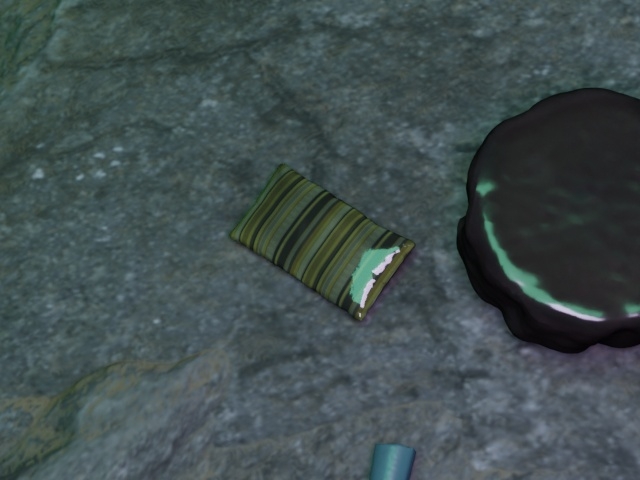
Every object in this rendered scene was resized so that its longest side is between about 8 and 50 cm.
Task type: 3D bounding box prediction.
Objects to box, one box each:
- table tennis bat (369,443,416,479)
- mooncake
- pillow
[{"bbox_3d":[0.046,0.371,1.475,0.215,0.044,0.329,7,71,19],"label":"table tennis bat"},{"bbox_3d":[0.287,-0.015,1.522,0.283,0.141,0.283,-2,70,5],"label":"mooncake"},{"bbox_3d":[0.000,0.000,1.651,0.203,0.038,0.113,33,82,26],"label":"pillow"}]
